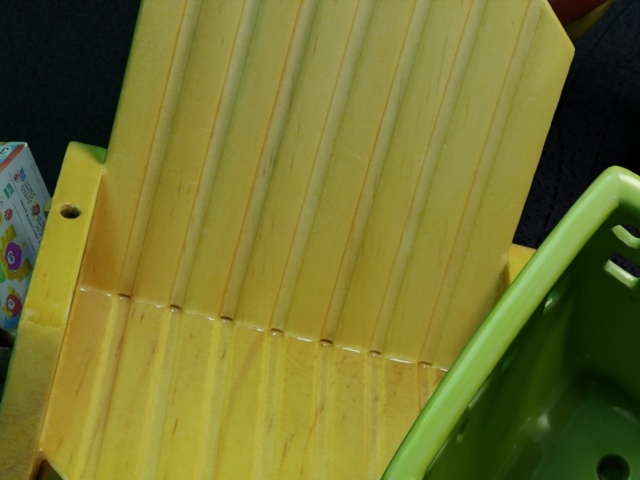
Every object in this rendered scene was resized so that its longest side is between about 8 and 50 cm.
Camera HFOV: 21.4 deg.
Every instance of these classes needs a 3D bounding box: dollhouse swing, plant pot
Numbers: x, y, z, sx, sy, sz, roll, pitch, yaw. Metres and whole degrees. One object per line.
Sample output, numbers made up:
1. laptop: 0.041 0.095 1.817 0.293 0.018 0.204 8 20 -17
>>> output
1. dollhouse swing: 0.000 0.000 1.093 0.347 0.305 0.315 14 34 -8
2. plant pot: 0.177 0.129 0.951 0.227 0.207 0.228 36 78 9

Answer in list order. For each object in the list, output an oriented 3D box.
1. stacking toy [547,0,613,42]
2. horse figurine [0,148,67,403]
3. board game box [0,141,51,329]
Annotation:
1. stacking toy: 0.145 -0.263 1.401 0.350 0.480 0.350 -1 65 2
2. horse figurine: -0.222 0.052 1.389 0.066 0.174 0.263 23 64 34
3. board game box: -0.349 0.051 1.437 0.142 0.144 0.275 2 38 28
